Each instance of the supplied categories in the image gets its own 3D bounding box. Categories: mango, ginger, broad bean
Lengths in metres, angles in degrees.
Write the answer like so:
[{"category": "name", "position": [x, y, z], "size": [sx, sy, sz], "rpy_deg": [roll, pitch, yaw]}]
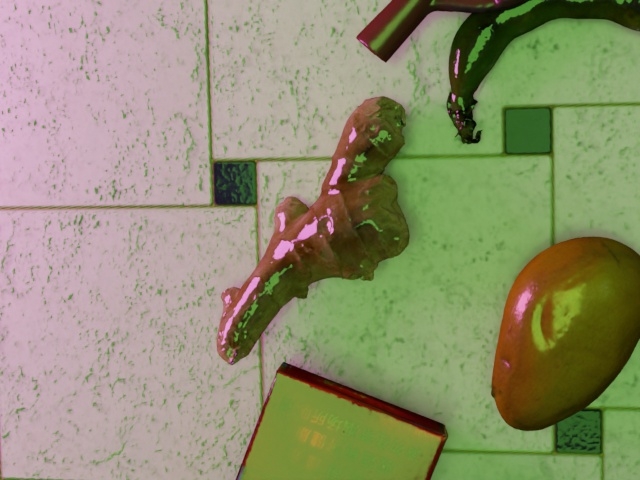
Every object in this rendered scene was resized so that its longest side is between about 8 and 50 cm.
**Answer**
[{"category": "mango", "position": [0.254, 0.098, 1.309], "size": [0.147, 0.109, 0.227], "rpy_deg": [28, 101, -17]}, {"category": "ginger", "position": [0.000, 0.000, 1.361], "size": [0.148, 0.081, 0.333], "rpy_deg": [46, 101, 9]}, {"category": "broad bean", "position": [0.253, -0.218, 1.308], "size": [0.292, 0.049, 0.144], "rpy_deg": [-23, 92, 15]}]

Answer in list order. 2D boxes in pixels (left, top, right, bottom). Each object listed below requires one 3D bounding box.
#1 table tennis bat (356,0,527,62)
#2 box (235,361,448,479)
[{"category": "table tennis bat", "position": [0.158, -0.313, 1.305], "size": [0.310, 0.038, 0.200], "rpy_deg": [-47, 70, 8]}, {"category": "box", "position": [-0.009, 0.315, 1.367], "size": [0.197, 0.089, 0.313], "rpy_deg": [21, 94, 2]}]
